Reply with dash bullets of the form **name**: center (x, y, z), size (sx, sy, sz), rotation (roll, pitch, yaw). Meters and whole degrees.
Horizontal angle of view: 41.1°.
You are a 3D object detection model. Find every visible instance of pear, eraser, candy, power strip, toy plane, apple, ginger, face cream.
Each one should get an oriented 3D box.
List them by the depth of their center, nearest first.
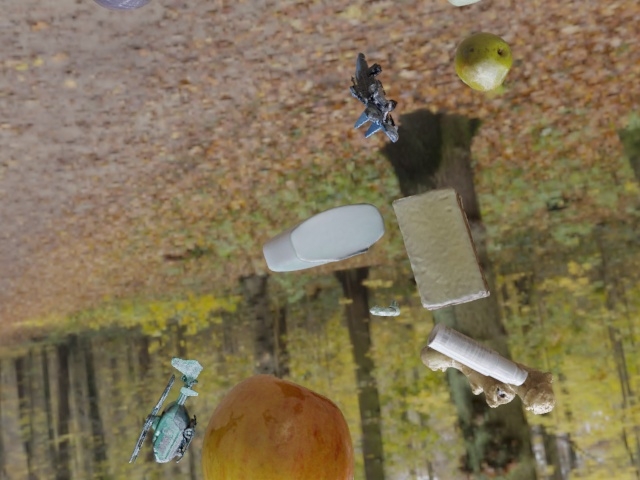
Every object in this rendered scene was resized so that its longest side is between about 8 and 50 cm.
- **face cream**: center (0.198, 0.146, 1.069), size (0.130, 0.034, 0.034), rotation (27, 169, -5)
- **ginger**: center (0.266, 0.222, 1.401), size (0.075, 0.089, 0.288), rotation (26, 169, -41)
- **toy plane**: center (-0.272, 0.325, 1.582), size (0.096, 0.235, 0.060), rotation (25, -170, -8)
- **apple**: center (-0.075, 0.399, 1.625), size (0.299, 0.275, 0.299), rotation (12, 157, 5)
- **eraser**: center (0.000, 0.000, 1.757), size (0.189, 0.104, 0.290), rotation (-22, 180, -16)
- **toy plane**: center (0.111, -0.326, 1.842), size (0.078, 0.246, 0.169), rotation (-24, 141, 30)
- **power strip**: center (0.142, 0.146, 1.846), size (0.055, 0.035, 0.083), rotation (2, 178, 39)
- **pear**: center (0.379, -0.430, 2.034), size (0.104, 0.141, 0.141), rotation (9, 164, -43)
- **candy**: center (0.326, 0.022, 2.301), size (0.180, 0.320, 0.135), rotation (-19, 168, 14)

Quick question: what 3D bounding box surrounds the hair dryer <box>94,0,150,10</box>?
- **hair dryer**: center (-0.424, -0.435, 1.245), size (0.361, 0.121, 0.301), rotation (9, -166, -34)

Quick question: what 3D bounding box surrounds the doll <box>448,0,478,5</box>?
- **doll**: center (0.232, -0.518, 1.483), size (0.155, 0.113, 0.275), rotation (1, 143, 36)
